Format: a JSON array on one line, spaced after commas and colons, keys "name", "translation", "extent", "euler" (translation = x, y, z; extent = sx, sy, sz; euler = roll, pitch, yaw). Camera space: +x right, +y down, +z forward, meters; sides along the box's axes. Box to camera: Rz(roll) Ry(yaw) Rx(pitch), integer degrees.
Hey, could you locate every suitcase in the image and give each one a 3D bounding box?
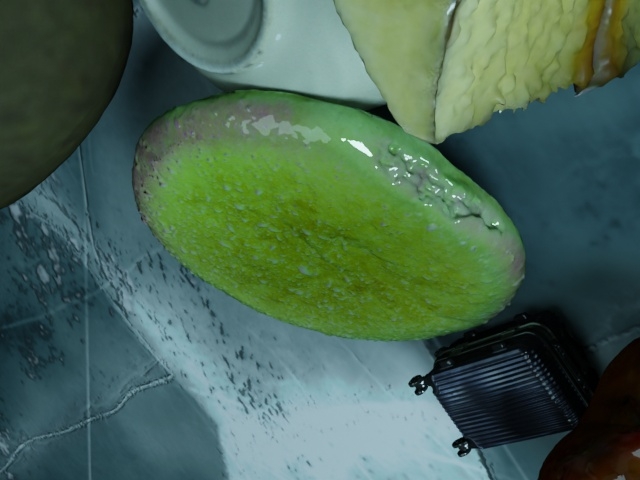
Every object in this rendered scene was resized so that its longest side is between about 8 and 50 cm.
[{"name": "suitcase", "translation": [0.140, 0.108, 0.782], "extent": [0.126, 0.059, 0.086], "euler": [-27, 103, 47]}]

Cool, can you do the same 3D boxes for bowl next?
[{"name": "bowl", "translation": [-0.030, -0.193, 0.663], "extent": [0.277, 0.145, 0.277], "euler": [27, 134, 32]}]

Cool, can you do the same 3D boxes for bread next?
[{"name": "bread", "translation": [-0.005, 0.000, 0.760], "extent": [0.301, 0.045, 0.301], "euler": [15, 150, 8]}, {"name": "bread", "translation": [0.114, -0.167, 0.482], "extent": [0.142, 0.266, 0.178], "euler": [43, 135, 17]}]

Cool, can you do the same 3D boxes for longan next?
[{"name": "longan", "translation": [-0.323, -0.173, 0.847], "extent": [0.361, 0.361, 0.361], "euler": [22, 129, 30]}]

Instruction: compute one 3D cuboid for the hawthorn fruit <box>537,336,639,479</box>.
[{"name": "hawthorn fruit", "translation": [0.254, 0.180, 0.634], "extent": [0.224, 0.224, 0.261], "euler": [5, 139, 40]}]
